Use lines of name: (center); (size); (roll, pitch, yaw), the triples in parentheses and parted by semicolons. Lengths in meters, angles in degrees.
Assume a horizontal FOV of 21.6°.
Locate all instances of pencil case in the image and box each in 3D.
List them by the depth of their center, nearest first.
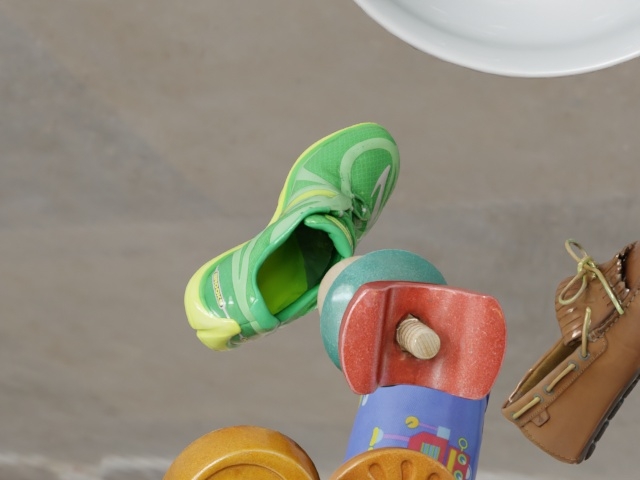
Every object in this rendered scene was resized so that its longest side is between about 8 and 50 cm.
pencil case: (0.066, 0.201, 1.361); (0.119, 0.306, 0.133); (24, 144, -12)

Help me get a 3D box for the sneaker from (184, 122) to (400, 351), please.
sneaker: (0.000, 0.000, 1.562); (0.123, 0.295, 0.109); (-5, 126, 46)

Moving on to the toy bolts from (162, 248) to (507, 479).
toy bolts: (0.005, 0.112, 1.050); (0.218, 0.228, 0.158); (10, -173, -16)

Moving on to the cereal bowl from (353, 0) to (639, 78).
cereal bowl: (0.143, -0.281, 1.109); (0.339, 0.339, 0.141); (17, -166, -4)

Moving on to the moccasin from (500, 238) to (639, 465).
moccasin: (0.312, 0.082, 1.859); (0.147, 0.139, 0.380); (29, 132, 6)
